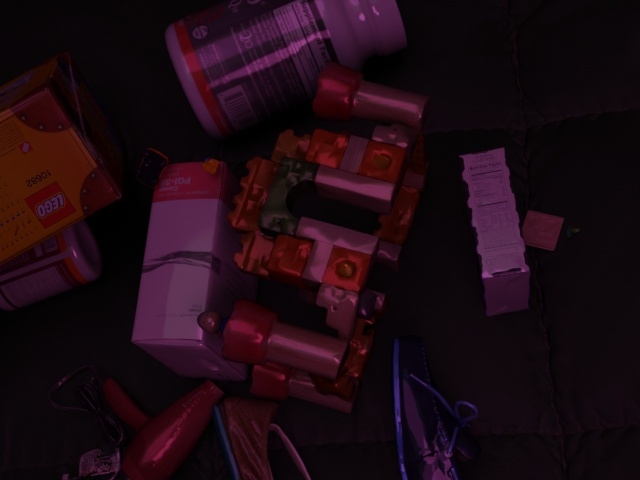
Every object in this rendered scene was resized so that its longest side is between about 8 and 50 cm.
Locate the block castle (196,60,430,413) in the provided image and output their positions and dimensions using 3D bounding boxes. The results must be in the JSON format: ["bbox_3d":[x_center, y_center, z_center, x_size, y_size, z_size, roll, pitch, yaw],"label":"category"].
[{"bbox_3d":[0.000,0.000,1.376,0.213,0.303,0.453,16,72,12],"label":"block castle"}]

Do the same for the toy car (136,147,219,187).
[{"bbox_3d":[-0.206,-0.102,1.393,0.122,0.060,0.040,14,27,7],"label":"toy car"}]

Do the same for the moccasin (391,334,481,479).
[{"bbox_3d":[0.167,0.299,1.317,0.117,0.138,0.342,-9,79,5],"label":"moccasin"}]

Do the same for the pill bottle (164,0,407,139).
[{"bbox_3d":[-0.054,-0.327,1.578,0.363,0.210,0.210,-23,64,2],"label":"pill bottle"}]

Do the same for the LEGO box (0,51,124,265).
[{"bbox_3d":[-0.575,-0.073,1.499,0.500,0.193,0.372,-29,22,0],"label":"LEGO box"}]

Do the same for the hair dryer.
[{"bbox_3d":[-0.285,0.271,1.445,0.293,0.080,0.223,-13,66,8],"label":"hair dryer"}]

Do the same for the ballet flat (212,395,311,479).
[{"bbox_3d":[-0.068,0.378,1.348,0.124,0.116,0.342,-7,60,-12],"label":"ballet flat"}]

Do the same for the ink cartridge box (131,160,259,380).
[{"bbox_3d":[-0.178,0.052,1.445,0.117,0.207,0.283,-1,66,15],"label":"ink cartridge box"}]

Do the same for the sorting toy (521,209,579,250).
[{"bbox_3d":[0.350,-0.012,1.455,0.083,0.012,0.062,14,66,22],"label":"sorting toy"}]

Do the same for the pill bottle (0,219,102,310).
[{"bbox_3d":[-0.484,0.044,1.569,0.221,0.121,0.121,-20,64,4],"label":"pill bottle"}]

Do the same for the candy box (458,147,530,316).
[{"bbox_3d":[0.255,-0.010,1.392,0.070,0.165,0.196,-10,65,7],"label":"candy box"}]
